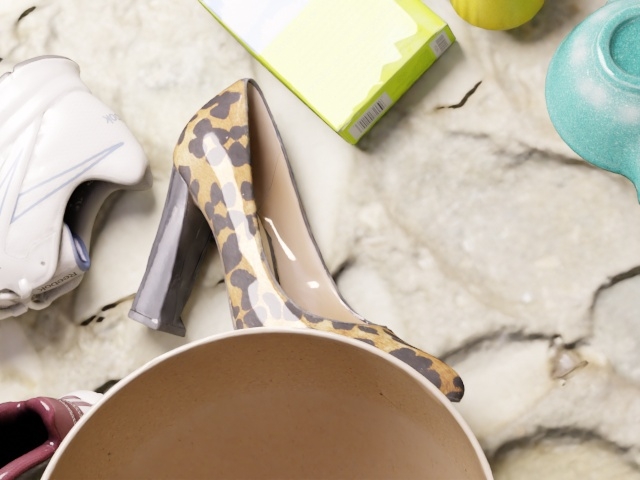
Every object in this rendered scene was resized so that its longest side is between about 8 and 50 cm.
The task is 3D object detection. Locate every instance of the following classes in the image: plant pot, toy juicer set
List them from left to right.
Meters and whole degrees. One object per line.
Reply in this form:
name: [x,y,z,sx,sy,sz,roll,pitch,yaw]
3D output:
plant pot: [-0.022,0.221,1.189,0.284,0.191,0.284,-5,61,8]
toy juicer set: [0.246,-0.122,1.272,0.209,0.089,0.329,-31,62,-7]

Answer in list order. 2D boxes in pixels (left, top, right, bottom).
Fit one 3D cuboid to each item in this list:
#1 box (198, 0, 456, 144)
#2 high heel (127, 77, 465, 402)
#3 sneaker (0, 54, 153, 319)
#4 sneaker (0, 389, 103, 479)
box: [-0.005,-0.165,1.368,0.109,0.042,0.178,-46,70,1]
high heel: [0.000,0.000,1.297,0.261,0.093,0.186,18,89,28]
sneaker: [-0.242,0.011,1.362,0.129,0.111,0.297,40,91,14]
sneaker: [-0.265,0.190,1.292,0.281,0.162,0.106,-43,70,2]
